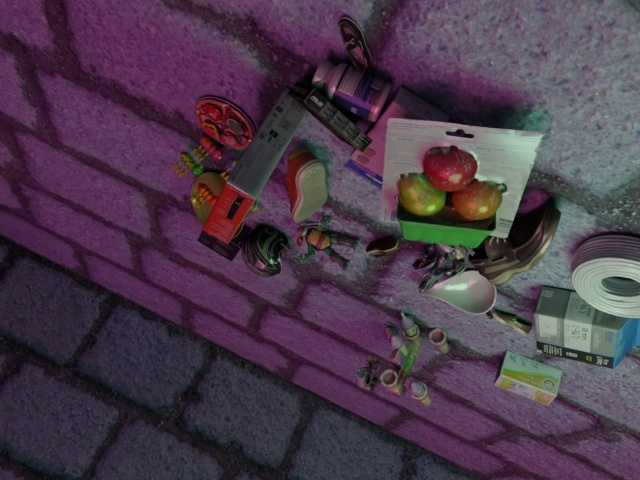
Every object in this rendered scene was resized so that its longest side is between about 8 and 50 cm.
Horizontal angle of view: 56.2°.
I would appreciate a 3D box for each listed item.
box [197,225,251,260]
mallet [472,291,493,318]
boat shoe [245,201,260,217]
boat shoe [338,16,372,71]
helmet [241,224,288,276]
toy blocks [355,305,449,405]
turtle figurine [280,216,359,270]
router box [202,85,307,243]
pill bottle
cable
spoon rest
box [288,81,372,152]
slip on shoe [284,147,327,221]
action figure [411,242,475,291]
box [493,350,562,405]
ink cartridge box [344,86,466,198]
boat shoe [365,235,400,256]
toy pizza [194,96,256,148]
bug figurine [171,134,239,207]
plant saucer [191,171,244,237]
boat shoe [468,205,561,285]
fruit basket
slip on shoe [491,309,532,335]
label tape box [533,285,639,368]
[{"bbox_3d":[-0.362,-0.019,2.247,0.156,0.093,0.158,32,152,-8],"label":"box"},{"bbox_3d":[0.523,0.204,1.948,0.062,0.039,0.190,11,151,28],"label":"mallet"},{"bbox_3d":[-0.284,-0.101,2.089,0.190,0.068,0.072,-6,153,46],"label":"boat shoe"},{"bbox_3d":[0.072,-0.424,1.300,0.046,0.038,0.125,3,143,36],"label":"boat shoe"},{"bbox_3d":[-0.201,0.045,2.148,0.169,0.161,0.169,20,150,12],"label":"helmet"},{"bbox_3d":[0.284,0.424,2.237,0.309,0.289,0.260,10,153,32],"label":"toy blocks"},{"bbox_3d":[0.000,0.000,1.970,0.234,0.118,0.175,23,110,4],"label":"turtle figurine"},{"bbox_3d":[-0.171,-0.189,1.568,0.082,0.335,0.301,30,151,-8],"label":"router box"},{"bbox_3d":[0.069,-0.347,1.368,0.169,0.094,0.094,26,151,3],"label":"pill bottle"},{"bbox_3d":[0.763,0.093,1.513,0.257,0.089,0.257,27,151,1],"label":"cable"},{"bbox_3d":[0.420,0.157,1.877,0.276,0.137,0.084,2,-174,42],"label":"spoon rest"},{"bbox_3d":[0.020,-0.298,1.434,0.190,0.045,0.184,38,-177,-23],"label":"box"},{"bbox_3d":[-0.050,-0.158,1.775,0.101,0.123,0.331,53,164,21],"label":"slip on shoe"},{"bbox_3d":[0.340,0.036,1.717,0.185,0.099,0.285,61,161,24],"label":"action figure"},{"bbox_3d":[0.747,0.496,2.158,0.203,0.103,0.114,19,151,13],"label":"box"},{"bbox_3d":[0.198,-0.229,1.484,0.185,0.065,0.311,29,149,-8],"label":"ink cartridge box"},{"bbox_3d":[0.206,0.023,1.900,0.049,0.056,0.152,35,160,-24],"label":"boat shoe"},{"bbox_3d":[-0.282,-0.334,1.739,0.201,0.032,0.201,20,150,12],"label":"toy pizza"},{"bbox_3d":[-0.339,-0.220,1.888,0.279,0.072,0.216,-28,107,43],"label":"bug figurine"},{"bbox_3d":[-0.341,-0.122,2.037,0.241,0.037,0.241,18,123,30],"label":"plant saucer"},{"bbox_3d":[0.490,0.012,1.565,0.130,0.132,0.355,26,150,1],"label":"boat shoe"},{"bbox_3d":[0.305,-0.142,1.391,0.327,0.165,0.353,7,138,8],"label":"fruit basket"},{"bbox_3d":[0.623,0.260,1.948,0.135,0.051,0.041,33,112,6],"label":"slip on shoe"},{"bbox_3d":[0.804,0.265,1.739,0.333,0.106,0.241,10,147,29],"label":"label tape box"}]
